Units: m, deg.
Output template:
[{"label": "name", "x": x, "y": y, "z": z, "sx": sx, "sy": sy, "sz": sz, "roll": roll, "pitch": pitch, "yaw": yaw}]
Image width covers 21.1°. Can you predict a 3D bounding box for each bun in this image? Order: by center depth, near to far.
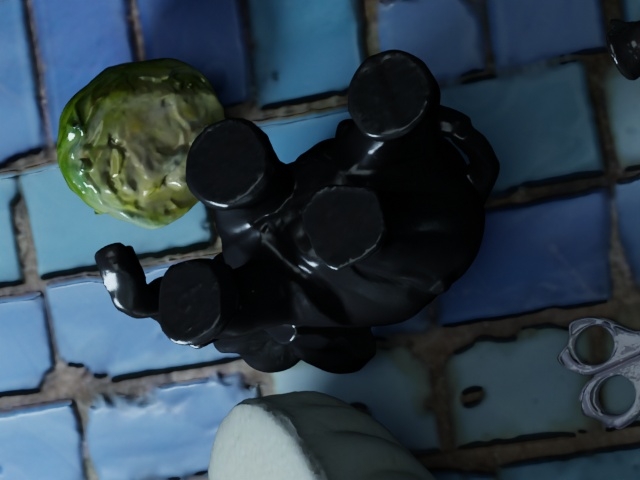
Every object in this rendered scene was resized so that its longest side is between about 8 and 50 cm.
[{"label": "bun", "x": 0.030, "y": 0.245, "z": 1.466, "sx": 0.263, "sy": 0.175, "sz": 0.263, "roll": 28, "pitch": 122, "yaw": 56}]

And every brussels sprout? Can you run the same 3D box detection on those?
[{"label": "brussels sprout", "x": -0.163, "y": -0.090, "z": 1.548, "sx": 0.151, "sy": 0.122, "sz": 0.149, "roll": -1, "pitch": 101, "yaw": -16}]

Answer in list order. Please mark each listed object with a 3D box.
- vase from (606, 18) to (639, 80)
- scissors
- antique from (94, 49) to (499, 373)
[{"label": "vase", "x": 0.317, "y": -0.183, "z": 1.390, "sx": 0.183, "sy": 0.120, "sz": 0.120, "roll": -18, "pitch": 86, "yaw": 33}, {"label": "scissors", "x": 0.295, "y": 0.086, "z": 1.452, "sx": 0.189, "sy": 0.015, "sz": 0.100, "roll": -26, "pitch": 81, "yaw": 17}, {"label": "antique", "x": 0.000, "y": 0.000, "z": 1.428, "sx": 0.322, "sy": 0.255, "sz": 0.185, "roll": -26, "pitch": 72, "yaw": 11}]
